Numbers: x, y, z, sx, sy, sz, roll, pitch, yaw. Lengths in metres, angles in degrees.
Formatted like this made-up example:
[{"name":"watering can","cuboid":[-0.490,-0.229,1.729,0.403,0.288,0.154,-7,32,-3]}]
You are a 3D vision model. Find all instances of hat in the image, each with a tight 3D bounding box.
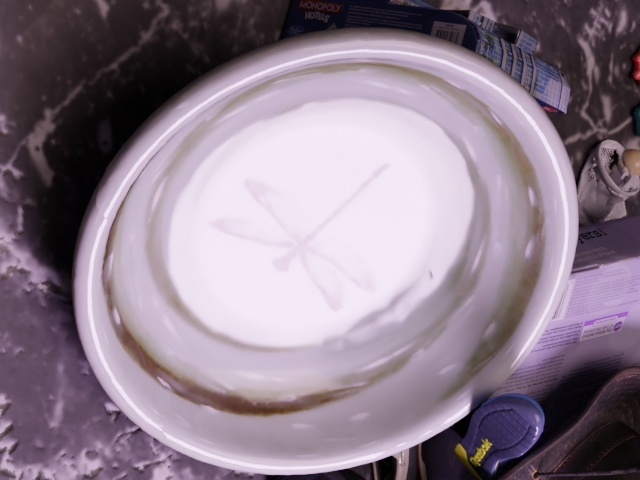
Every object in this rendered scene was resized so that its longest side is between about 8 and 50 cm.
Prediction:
[{"name":"hat","cuboid":[0.250,0.275,1.577,0.331,0.134,0.331,-35,149,-25]}]

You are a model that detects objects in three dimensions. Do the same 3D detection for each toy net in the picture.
[{"name":"toy net","cuboid":[0.318,-0.107,1.684,0.232,0.045,0.122,-46,123,-20]}]

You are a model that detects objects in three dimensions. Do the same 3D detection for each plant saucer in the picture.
[{"name":"plant saucer","cuboid":[0.000,0.000,1.378,0.400,0.100,0.400,-8,124,-12]}]

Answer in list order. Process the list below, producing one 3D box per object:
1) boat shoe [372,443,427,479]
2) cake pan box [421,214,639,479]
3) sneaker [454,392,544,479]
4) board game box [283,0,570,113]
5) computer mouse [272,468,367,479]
[{"name":"boat shoe","cuboid":[0.062,0.179,1.551,0.043,0.049,0.137,-24,118,-29]},{"name":"cake pan box","cuboid":[0.219,0.103,1.588,0.267,0.070,0.245,-12,127,-34]},{"name":"sneaker","cuboid":[0.157,0.154,1.465,0.059,0.144,0.053,-36,80,-25]},{"name":"board game box","cuboid":[0.105,-0.155,1.451,0.194,0.194,0.060,16,88,-52]},{"name":"computer mouse","cuboid":[0.037,0.308,1.518,0.262,0.184,0.060,49,38,6]}]
